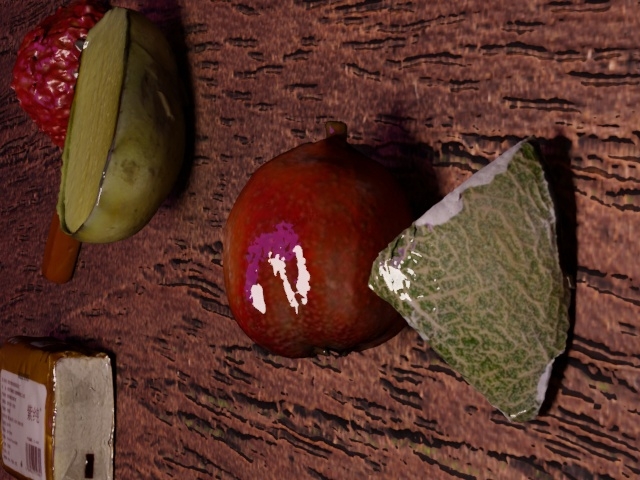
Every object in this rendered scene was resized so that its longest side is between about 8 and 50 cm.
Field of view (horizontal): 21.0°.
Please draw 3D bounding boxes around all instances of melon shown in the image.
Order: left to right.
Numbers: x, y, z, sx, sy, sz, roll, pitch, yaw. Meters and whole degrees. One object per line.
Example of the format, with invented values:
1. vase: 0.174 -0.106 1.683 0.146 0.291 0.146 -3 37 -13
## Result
1. melon: 0.103 0.028 1.218 0.093 0.139 0.203 -166 75 -86

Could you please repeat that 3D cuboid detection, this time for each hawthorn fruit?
1. hawthorn fruit: 0.000 0.000 1.372 0.169 0.169 0.188 -19 73 63

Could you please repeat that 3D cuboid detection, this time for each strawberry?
1. strawberry: -0.331 -0.204 2.111 0.236 0.111 0.190 -159 69 -63

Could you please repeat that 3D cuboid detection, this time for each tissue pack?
1. tissue pack: -0.327 0.214 2.109 0.226 0.092 0.183 -174 85 -65

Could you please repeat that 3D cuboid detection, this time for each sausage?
1. sausage: -0.320 -0.005 2.159 0.041 0.039 0.131 -117 37 -48

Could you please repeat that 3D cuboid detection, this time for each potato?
1. potato: -0.196 -0.117 1.829 0.160 0.111 0.272 -36 43 50
